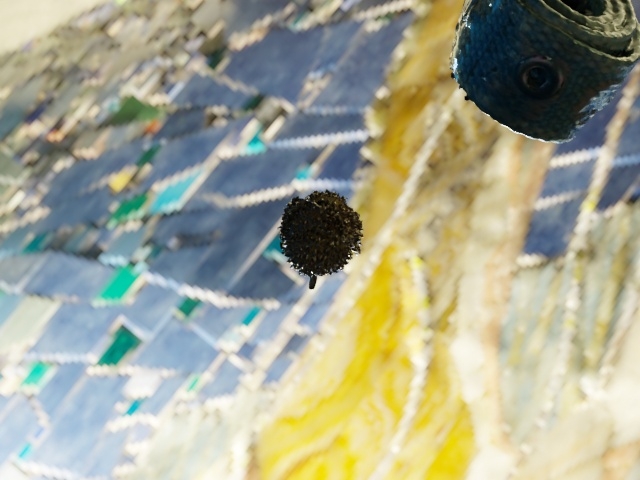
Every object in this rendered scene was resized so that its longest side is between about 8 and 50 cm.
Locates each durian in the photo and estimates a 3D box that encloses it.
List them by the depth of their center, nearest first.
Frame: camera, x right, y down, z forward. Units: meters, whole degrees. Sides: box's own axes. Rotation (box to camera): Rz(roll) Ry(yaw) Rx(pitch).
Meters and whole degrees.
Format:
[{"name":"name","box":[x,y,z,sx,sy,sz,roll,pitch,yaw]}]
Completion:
[{"name":"durian","box":[0.000,0.000,1.364,0.080,0.091,0.080,7,-170,-1]}]

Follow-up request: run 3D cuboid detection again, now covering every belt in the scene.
[{"name":"belt","box":[0.121,-0.160,0.861,0.087,0.302,0.072,20,127,-8]}]
